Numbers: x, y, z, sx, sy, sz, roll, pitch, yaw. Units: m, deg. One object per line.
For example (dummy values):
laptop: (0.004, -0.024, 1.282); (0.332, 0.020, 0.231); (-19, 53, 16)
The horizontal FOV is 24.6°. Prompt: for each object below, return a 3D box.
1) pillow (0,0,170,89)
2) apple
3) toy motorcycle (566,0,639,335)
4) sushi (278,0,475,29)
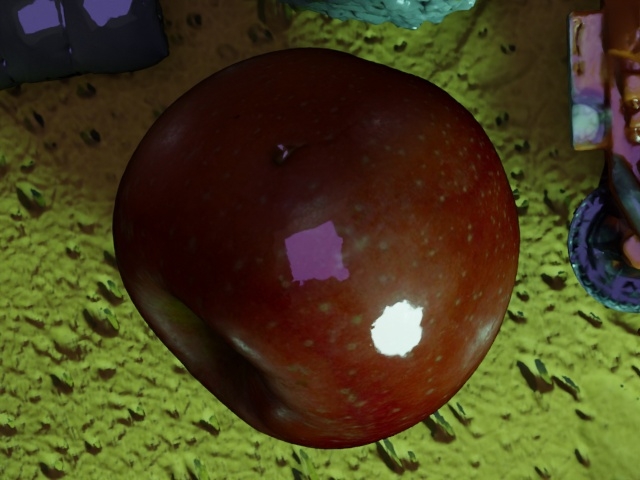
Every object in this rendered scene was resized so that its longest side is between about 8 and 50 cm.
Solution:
pillow: (-0.239, -0.265, 1.021); (0.228, 0.101, 0.326); (-9, 93, 5)
apple: (0.000, 0.000, 0.929); (0.260, 0.260, 0.216); (43, 72, 3)
toy motorcycle: (0.269, -0.100, 0.956); (0.221, 0.148, 0.325); (-2, 97, 8)
sushi: (0.046, -0.235, 0.970); (0.274, 0.139, 0.184); (13, 95, 7)
